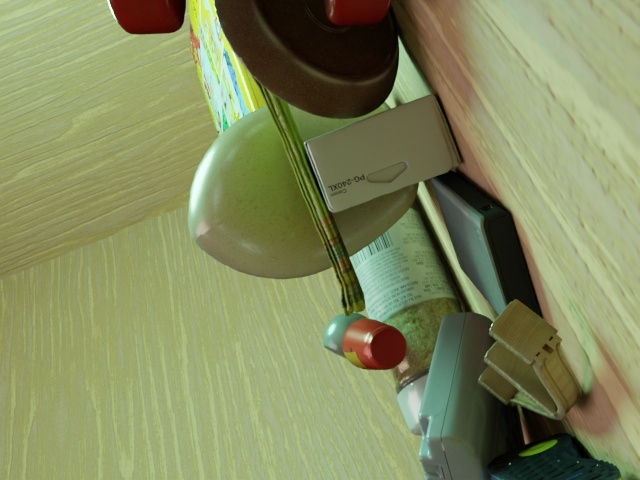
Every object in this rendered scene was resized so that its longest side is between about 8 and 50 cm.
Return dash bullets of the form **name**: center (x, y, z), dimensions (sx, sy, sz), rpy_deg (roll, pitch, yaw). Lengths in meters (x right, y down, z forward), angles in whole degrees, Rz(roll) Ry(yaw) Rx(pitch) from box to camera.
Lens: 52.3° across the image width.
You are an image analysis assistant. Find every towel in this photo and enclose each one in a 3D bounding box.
- **towel**: center (-0.010, -0.048, 0.605), dimensions (0.102, 0.021, 0.237), rpy_deg (-47, -64, -87)

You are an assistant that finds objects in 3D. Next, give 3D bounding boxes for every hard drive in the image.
- **hard drive**: center (0.122, 0.004, 0.495), dimensions (0.135, 0.022, 0.094), rpy_deg (-103, -9, -72)

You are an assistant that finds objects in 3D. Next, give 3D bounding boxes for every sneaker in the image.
- **sneaker**: center (0.168, 0.186, 0.444), dimensions (0.209, 0.069, 0.082), rpy_deg (53, -168, -81)

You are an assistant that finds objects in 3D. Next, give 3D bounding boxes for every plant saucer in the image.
- **plant saucer**: center (-0.001, -0.176, 0.511), dimensions (0.029, 0.168, 0.168), rpy_deg (-36, 72, 53)

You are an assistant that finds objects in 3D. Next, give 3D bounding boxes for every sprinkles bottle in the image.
- **sprinkles bottle**: center (0.110, 0.062, 0.843), dimensions (0.121, 0.121, 0.355), rpy_deg (64, -174, -62)

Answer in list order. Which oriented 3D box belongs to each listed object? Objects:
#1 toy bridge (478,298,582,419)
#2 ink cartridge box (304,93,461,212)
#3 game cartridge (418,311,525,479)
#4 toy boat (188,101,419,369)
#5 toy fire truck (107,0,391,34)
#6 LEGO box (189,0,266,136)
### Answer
- **toy bridge**: center (0.141, 0.092, 0.439), dimensions (0.063, 0.026, 0.188), rpy_deg (39, 171, 23)
- **ink cartridge box**: center (0.048, -0.076, 0.569), dimensions (0.150, 0.109, 0.063), rpy_deg (-88, -23, -83)
- **game cartridge**: center (0.161, 0.229, 0.627), dimensions (0.198, 0.062, 0.297), rpy_deg (-54, -48, -52)
- **toy boat**: center (0.000, 0.000, 0.731), dimensions (0.318, 0.267, 0.148), rpy_deg (69, 163, -2)
- **toy fire truck**: center (-0.045, -0.246, 0.319), dimensions (0.302, 0.169, 0.254), rpy_deg (-102, 8, -80)
- **LEGO box**: center (-0.113, -0.324, 1.324), dimensions (0.372, 0.193, 0.500), rpy_deg (111, 141, -64)
